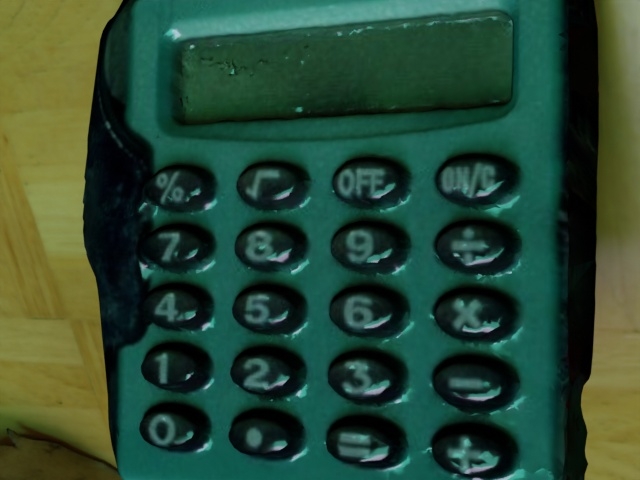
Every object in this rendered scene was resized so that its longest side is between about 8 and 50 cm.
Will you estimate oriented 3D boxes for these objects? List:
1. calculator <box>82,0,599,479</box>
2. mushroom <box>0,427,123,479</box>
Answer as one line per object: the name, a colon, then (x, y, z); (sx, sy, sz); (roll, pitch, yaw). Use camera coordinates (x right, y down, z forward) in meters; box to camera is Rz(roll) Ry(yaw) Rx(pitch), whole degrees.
calculator: (0.000, 0.000, 0.530); (0.248, 0.058, 0.274); (0, 86, 26)
mushroom: (-0.194, 0.278, 0.771); (0.254, 0.189, 0.195); (36, 124, 5)
